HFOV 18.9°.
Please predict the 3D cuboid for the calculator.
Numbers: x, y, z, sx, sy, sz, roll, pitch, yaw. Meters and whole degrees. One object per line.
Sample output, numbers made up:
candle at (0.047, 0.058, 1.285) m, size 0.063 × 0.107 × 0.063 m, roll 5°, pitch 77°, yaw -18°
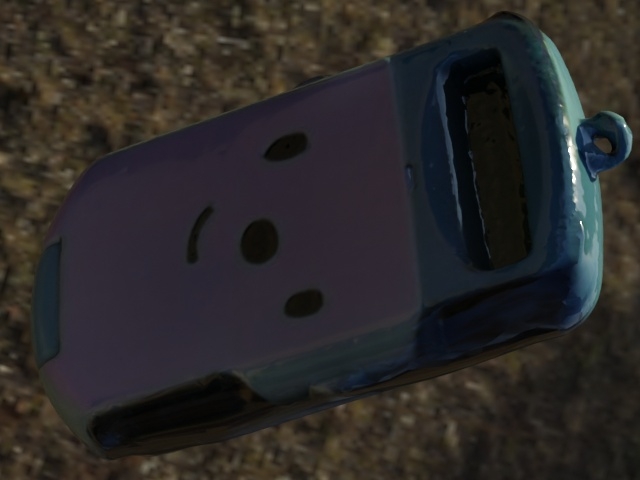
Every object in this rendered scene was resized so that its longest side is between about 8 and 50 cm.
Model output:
calculator at (0.000, 0.000, 0.861) m, size 0.051 × 0.293 × 0.173 m, roll 52°, pitch 26°, yaw -48°
